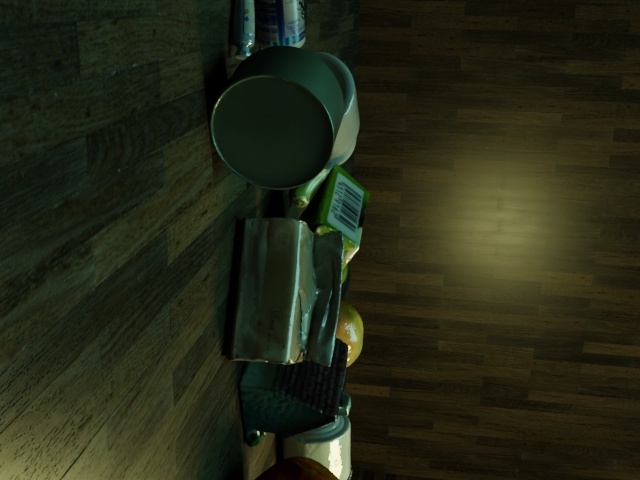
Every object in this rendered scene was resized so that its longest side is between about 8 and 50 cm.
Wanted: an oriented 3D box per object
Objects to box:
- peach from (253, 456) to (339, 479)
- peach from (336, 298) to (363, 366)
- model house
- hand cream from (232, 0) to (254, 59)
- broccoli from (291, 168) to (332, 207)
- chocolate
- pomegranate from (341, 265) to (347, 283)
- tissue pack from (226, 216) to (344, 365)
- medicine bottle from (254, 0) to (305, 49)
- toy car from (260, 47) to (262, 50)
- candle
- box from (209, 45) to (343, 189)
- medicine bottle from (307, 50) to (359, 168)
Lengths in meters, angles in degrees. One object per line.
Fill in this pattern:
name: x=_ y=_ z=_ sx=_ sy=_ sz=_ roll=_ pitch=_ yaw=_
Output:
peach: x=-0.058 y=0.657 z=1.697 sx=0.372 sy=0.290 sz=0.373 roll=-42 pitch=152 yaw=-28
peach: x=0.021 y=0.281 z=2.385 sx=0.232 sy=0.232 sz=0.257 roll=-61 pitch=143 yaw=-72
model house: x=-0.042 y=0.344 z=1.844 sx=0.280 sy=0.248 sz=0.230 roll=-75 pitch=167 yaw=-53
hand cream: x=-0.147 y=-0.433 z=1.457 sx=0.065 sy=0.043 sz=0.171 roll=62 pitch=28 yaw=-85
broccoli: x=-0.013 y=-0.224 z=2.251 sx=0.145 sy=0.165 sz=0.304 roll=-41 pitch=-159 yaw=55
chocolate: x=0.000 y=0.000 z=1.980 sx=0.289 sy=0.137 sz=0.301 roll=-55 pitch=-170 yaw=35
pomegranate: x=-0.024 y=0.088 z=2.232 sx=0.210 sy=0.180 sz=0.180 roll=-47 pitch=154 yaw=-24
tissue pack: x=-0.066 y=0.117 z=1.650 sx=0.238 sy=0.238 sz=0.306 roll=53 pitch=42 yaw=-78
medicine bottle: x=-0.088 y=-0.503 z=1.602 sx=0.107 sy=0.107 sz=0.192 roll=-76 pitch=168 yaw=-50
toy car: x=-0.117 y=-0.409 z=1.731 sx=0.093 sy=0.025 sz=0.041 roll=68 pitch=28 yaw=-62
candle: x=-0.013 y=0.626 z=2.294 sx=0.221 sy=0.221 sz=0.343 roll=-67 pitch=159 yaw=-67
box: x=-0.075 y=-0.227 z=1.399 sx=0.149 sy=0.226 sz=0.226 roll=-74 pitch=166 yaw=-55
medicine bottle: x=-0.007 y=-0.312 z=1.918 sx=0.340 sy=0.208 sz=0.208 roll=66 pitch=29 yaw=-77
